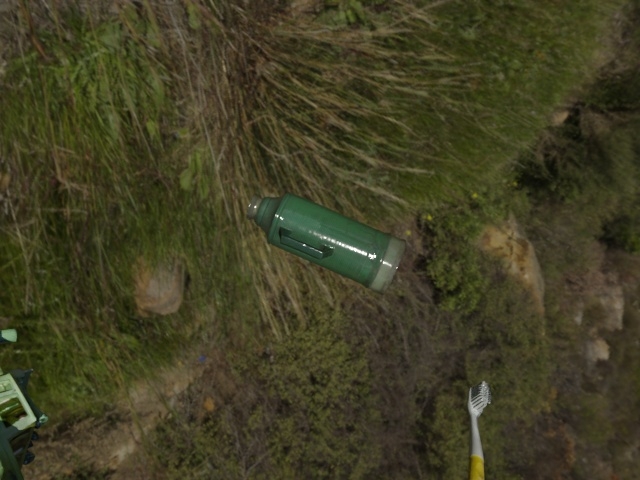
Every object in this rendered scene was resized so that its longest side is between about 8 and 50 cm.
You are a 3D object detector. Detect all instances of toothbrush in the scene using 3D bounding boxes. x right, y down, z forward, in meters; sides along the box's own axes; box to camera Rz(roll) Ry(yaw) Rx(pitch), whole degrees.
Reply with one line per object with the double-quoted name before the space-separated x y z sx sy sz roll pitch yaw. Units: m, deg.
"toothbrush" 0.153 0.230 0.505 0.024 0.021 0.288 -52 -179 28

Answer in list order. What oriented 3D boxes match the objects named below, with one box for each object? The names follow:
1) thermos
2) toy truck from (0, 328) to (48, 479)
"thermos" 0.000 0.000 0.620 0.073 0.188 0.083 109 5 -57
"toy truck" -0.290 0.128 0.406 0.135 0.259 0.128 -2 127 -49
